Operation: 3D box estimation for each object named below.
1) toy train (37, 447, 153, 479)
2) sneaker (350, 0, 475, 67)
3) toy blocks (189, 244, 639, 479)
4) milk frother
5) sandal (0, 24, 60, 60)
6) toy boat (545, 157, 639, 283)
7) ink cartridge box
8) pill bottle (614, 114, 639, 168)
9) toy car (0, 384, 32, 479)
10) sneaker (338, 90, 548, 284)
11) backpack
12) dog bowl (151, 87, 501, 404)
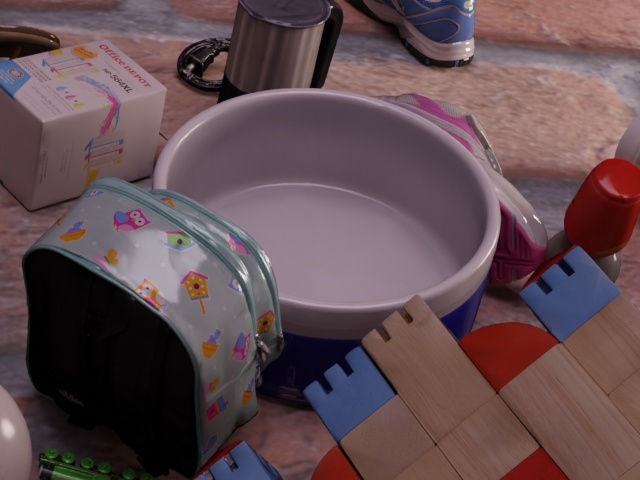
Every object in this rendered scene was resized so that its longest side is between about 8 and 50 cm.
[{"bbox_3d":[-0.152,0.161,1.201,0.083,0.017,0.023,15,46,0],"label":"toy train"},{"bbox_3d":[0.090,-0.259,1.808,0.080,0.081,0.211,-18,45,-36],"label":"sneaker"},{"bbox_3d":[0.095,0.151,1.085,0.381,0.191,0.261,-39,49,3],"label":"toy blocks"},{"bbox_3d":[-0.064,-0.174,1.589,0.143,0.134,0.129,22,35,11],"label":"milk frother"},{"bbox_3d":[-0.314,-0.155,1.540,0.180,0.049,0.072,-7,-3,-27],"label":"sandal"},{"bbox_3d":[0.340,0.039,1.442,0.318,0.148,0.267,22,52,5],"label":"toy boat"},{"bbox_3d":[-0.201,-0.101,1.477,0.143,0.090,0.092,-20,48,-38],"label":"ink cartridge box"},{"bbox_3d":[0.349,-0.048,1.599,0.094,0.094,0.169,-21,49,-40],"label":"pill bottle"},{"bbox_3d":[-0.241,0.132,1.016,0.210,0.238,0.219,33,39,24],"label":"toy car"},{"bbox_3d":[0.113,-0.060,1.524,0.111,0.103,0.252,-19,48,-36],"label":"sneaker"},{"bbox_3d":[-0.112,0.048,1.192,0.166,0.188,0.144,31,63,22],"label":"backpack"},{"bbox_3d":[0.000,0.000,1.376,0.265,0.104,0.265,5,41,-5],"label":"dog bowl"}]
